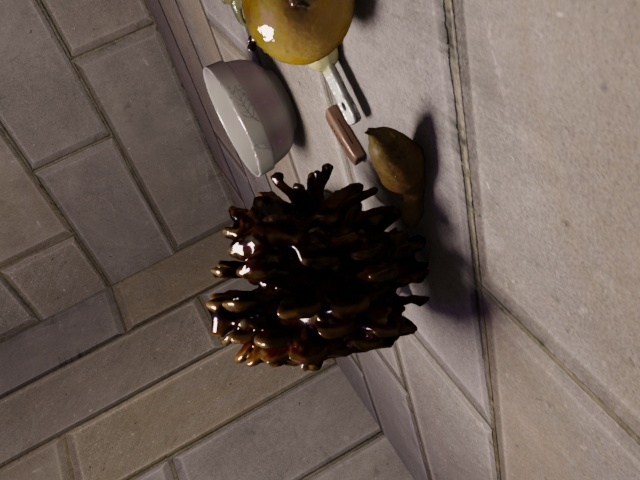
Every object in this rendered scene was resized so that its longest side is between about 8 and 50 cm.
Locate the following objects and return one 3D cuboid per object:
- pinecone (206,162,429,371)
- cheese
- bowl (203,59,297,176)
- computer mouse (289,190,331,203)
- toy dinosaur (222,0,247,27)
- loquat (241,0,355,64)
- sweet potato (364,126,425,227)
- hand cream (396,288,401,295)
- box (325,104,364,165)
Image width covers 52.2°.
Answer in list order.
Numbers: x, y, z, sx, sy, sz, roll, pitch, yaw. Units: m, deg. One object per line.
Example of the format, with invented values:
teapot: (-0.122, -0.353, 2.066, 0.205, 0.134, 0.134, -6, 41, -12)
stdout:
pinecone: (-0.003, 0.050, 1.151, 0.397, 0.398, 0.397, 59, 169, 18)
cheese: (0.007, -0.298, 1.069, 0.235, 0.050, 0.127, 62, 167, -5)
bowl: (-0.152, -0.308, 1.561, 0.287, 0.144, 0.287, 59, 170, 18)
computer mouse: (0.003, -0.001, 1.557, 0.429, 0.146, 0.228, -76, -24, -78)
toy dinosaur: (-0.198, -0.579, 1.377, 0.247, 0.075, 0.188, 72, 175, -65)
loquat: (-0.026, -0.335, 0.892, 0.204, 0.150, 0.172, -39, 53, 47)
sweet potato: (0.124, -0.100, 0.970, 0.074, 0.075, 0.269, 55, 180, 35)
hand cream: (0.116, 0.076, 1.466, 0.248, 0.083, 0.133, -114, 5, -74)
box: (0.044, -0.196, 1.223, 0.115, 0.025, 0.048, 61, 168, 9)
